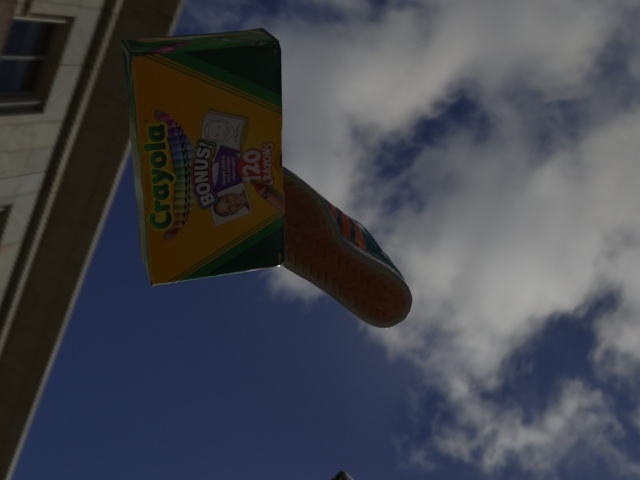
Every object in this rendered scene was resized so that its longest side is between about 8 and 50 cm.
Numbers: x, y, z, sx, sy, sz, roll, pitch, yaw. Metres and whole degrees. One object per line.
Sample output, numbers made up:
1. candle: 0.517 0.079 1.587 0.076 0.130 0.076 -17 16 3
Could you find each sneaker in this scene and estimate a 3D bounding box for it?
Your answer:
1. sneaker: 0.000 0.000 1.301 0.108 0.121 0.302 -44 -74 8

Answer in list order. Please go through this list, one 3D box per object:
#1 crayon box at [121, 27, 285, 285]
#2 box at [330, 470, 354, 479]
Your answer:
1. crayon box: -0.132 -0.096 1.080 0.165 0.081 0.279 -8 -63 -17
2. box: -0.015 0.405 0.901 0.322 0.058 0.232 -43 -75 6
